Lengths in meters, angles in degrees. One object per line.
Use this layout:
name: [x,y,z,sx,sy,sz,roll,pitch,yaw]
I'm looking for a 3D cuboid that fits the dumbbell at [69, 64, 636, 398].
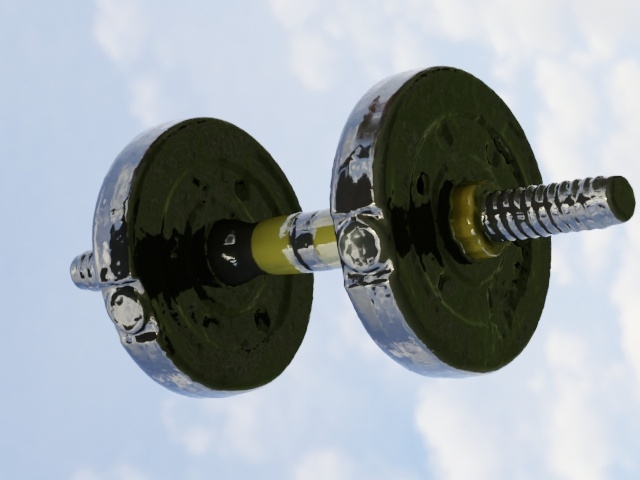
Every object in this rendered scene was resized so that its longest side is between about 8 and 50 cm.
dumbbell: [0.000,0.000,0.811,0.143,0.325,0.143,14,-107,-51]
